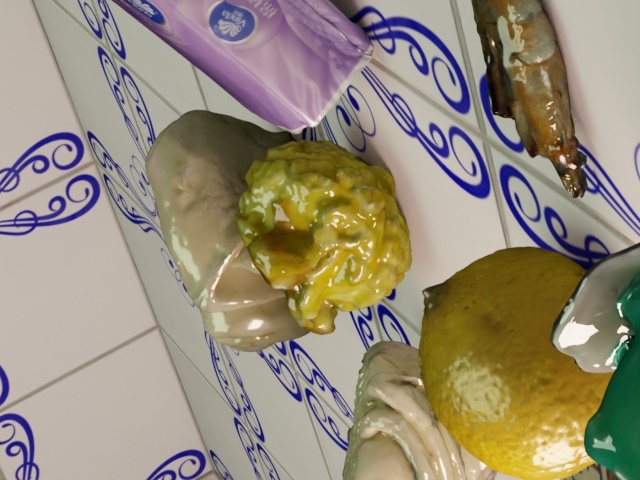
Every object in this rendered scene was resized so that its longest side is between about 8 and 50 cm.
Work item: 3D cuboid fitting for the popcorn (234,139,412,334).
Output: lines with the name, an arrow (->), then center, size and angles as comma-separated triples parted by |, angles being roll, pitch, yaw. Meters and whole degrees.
popcorn -> 0.000, 0.000, 2.342 | 0.206, 0.237, 0.251 | 25, 102, 49

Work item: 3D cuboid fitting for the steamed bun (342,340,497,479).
steamed bun -> 0.140, 0.289, 2.419 | 0.280, 0.207, 0.268 | -81, 0, -78

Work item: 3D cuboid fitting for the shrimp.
shrimp -> 0.192, -0.162, 1.762 | 0.145, 0.059, 0.254 | 39, 152, 61

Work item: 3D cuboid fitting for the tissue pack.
tissue pack -> -0.128, -0.291, 2.161 | 0.338, 0.160, 0.242 | 39, 177, -27

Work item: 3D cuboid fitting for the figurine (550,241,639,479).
figurine -> 0.353, 0.172, 1.507 | 0.340, 0.231, 0.323 | 58, 166, 34

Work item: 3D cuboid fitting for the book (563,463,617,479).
book -> 0.343, 0.308, 1.972 | 0.371, 0.043, 0.260 | -143, 38, -71

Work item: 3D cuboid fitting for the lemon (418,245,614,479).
lemon -> 0.222, 0.135, 1.870 | 0.253, 0.228, 0.228 | 56, 164, 15

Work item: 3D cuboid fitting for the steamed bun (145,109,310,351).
steamed bun -> -0.094, -0.022, 2.599 | 0.339, 0.247, 0.352 | 52, -165, -80
